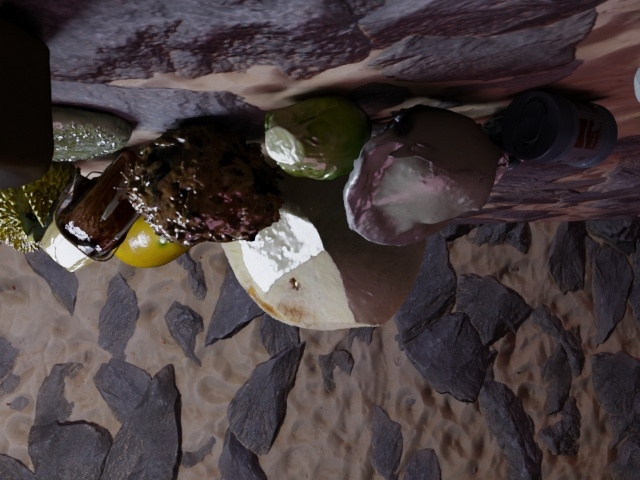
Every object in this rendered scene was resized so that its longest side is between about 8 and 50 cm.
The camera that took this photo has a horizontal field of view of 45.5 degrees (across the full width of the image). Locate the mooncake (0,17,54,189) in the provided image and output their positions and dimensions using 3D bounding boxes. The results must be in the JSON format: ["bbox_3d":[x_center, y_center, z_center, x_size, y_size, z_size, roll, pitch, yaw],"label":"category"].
[{"bbox_3d":[-0.401,-0.132,0.727,0.285,0.155,0.284,-4,177,0],"label":"mooncake"}]

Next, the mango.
[{"bbox_3d":[-0.319,-0.049,1.551,0.317,0.211,0.173,-8,134,50],"label":"mango"}]

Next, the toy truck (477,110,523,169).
[{"bbox_3d":[0.245,-0.149,1.233,0.178,0.080,0.115,-17,-159,32],"label":"toy truck"}]

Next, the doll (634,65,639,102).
[{"bbox_3d":[0.402,-0.184,0.670,0.161,0.129,0.290,-1,170,-14],"label":"doll"}]

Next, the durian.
[{"bbox_3d":[-0.545,-0.074,1.433,0.138,0.193,0.237,23,162,-7],"label":"durian"}]

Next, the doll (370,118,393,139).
[{"bbox_3d":[0.061,-0.162,1.243,0.228,0.057,0.114,-8,180,14],"label":"doll"}]

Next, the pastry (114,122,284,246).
[{"bbox_3d":[-0.182,-0.102,1.230,0.275,0.192,0.275,-3,-159,1],"label":"pastry"}]

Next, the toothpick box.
[{"bbox_3d":[0.351,-0.161,1.118,0.153,0.101,0.101,0,175,-39],"label":"toothpick box"}]

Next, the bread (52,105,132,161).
[{"bbox_3d":[-0.417,-0.156,1.156,0.267,0.040,0.267,-3,176,0],"label":"bread"}]

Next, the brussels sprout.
[{"bbox_3d":[0.000,-0.142,1.070,0.155,0.117,0.155,-16,-169,3],"label":"brussels sprout"}]

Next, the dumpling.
[{"bbox_3d":[0.142,-0.102,1.106,0.293,0.163,0.204,-1,159,-38],"label":"dumpling"}]

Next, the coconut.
[{"bbox_3d":[0.000,0.000,1.454,0.416,0.344,0.415,-4,179,0],"label":"coconut"}]

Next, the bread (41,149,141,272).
[{"bbox_3d":[-0.390,-0.062,1.362,0.212,0.142,0.224,-40,-161,26],"label":"bread"}]
